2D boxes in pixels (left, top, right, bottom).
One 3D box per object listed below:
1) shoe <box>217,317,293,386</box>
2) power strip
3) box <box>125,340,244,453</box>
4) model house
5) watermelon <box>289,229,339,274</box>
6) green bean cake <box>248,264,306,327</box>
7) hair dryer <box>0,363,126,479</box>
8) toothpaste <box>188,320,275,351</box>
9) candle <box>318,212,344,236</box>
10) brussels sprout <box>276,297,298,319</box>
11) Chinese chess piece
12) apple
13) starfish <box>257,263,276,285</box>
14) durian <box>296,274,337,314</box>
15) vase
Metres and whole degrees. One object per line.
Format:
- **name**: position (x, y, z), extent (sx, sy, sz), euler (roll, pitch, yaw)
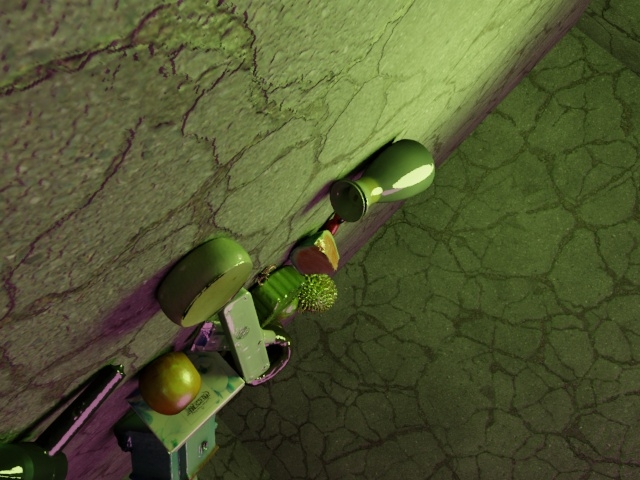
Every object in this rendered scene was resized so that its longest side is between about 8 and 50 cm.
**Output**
- **shoe**: position (-0.276, 0.425, 1.547), extent (0.384, 0.171, 0.237), euler (-32, -162, -9)
- **power strip**: position (-0.219, 0.264, 1.258), extent (0.091, 0.062, 0.385), euler (-34, 138, -28)
- **box**: position (-0.394, 0.451, 1.328), extent (0.274, 0.203, 0.116), euler (-41, 169, -23)
- **model house**: position (-0.489, 0.730, 1.521), extent (0.252, 0.328, 0.295), euler (-7, -176, 16)
- **watermelon**: position (-0.031, 0.039, 1.474), extent (0.146, 0.128, 0.231), euler (-10, 144, 14)
- **green bean cake**: position (-0.162, 0.191, 1.491), extent (0.200, 0.113, 0.214), euler (-36, 168, -49)
- **hair dryer**: position (-0.486, 0.342, 0.810), extent (0.302, 0.116, 0.244), euler (-53, 176, -26)
- **toothpaste**: position (-0.255, 0.293, 1.354), extent (0.283, 0.069, 0.099), euler (14, 82, -44)
- **candle**: position (0.000, 0.000, 1.563), extent (0.329, 0.048, 0.051), euler (-50, 178, 34)
- **brussels sprout**: position (-0.158, 0.264, 1.832), extent (0.155, 0.118, 0.155), euler (-53, 170, -14)
- **Chinese chess piece**: position (-0.217, 0.078, 0.846), extent (0.188, 0.083, 0.188), euler (-43, 168, -12)
- **apple**: position (-0.396, 0.382, 1.181), extent (0.146, 0.147, 0.163), euler (-39, 171, -28)
- **starfish**: position (-0.163, 0.101, 1.349), extent (0.091, 0.028, 0.078), euler (-52, 175, 23)
- **durian**: position (-0.025, 0.228, 1.980), extent (0.177, 0.199, 0.237), euler (-9, 173, 25)
- **vase**: position (0.174, -0.163, 1.266), extent (0.321, 0.173, 0.173), euler (-33, 166, -39)
